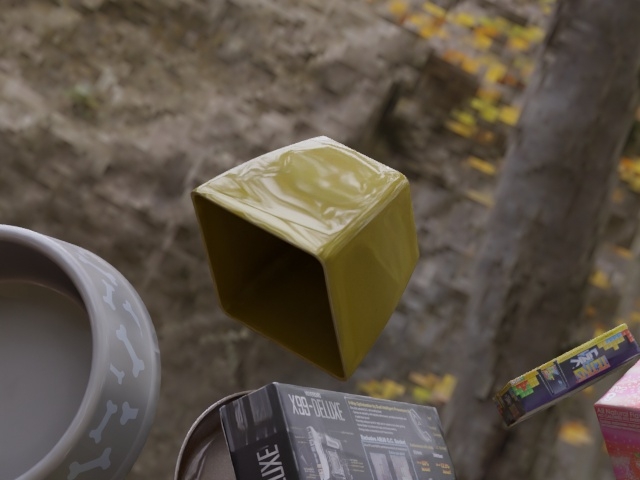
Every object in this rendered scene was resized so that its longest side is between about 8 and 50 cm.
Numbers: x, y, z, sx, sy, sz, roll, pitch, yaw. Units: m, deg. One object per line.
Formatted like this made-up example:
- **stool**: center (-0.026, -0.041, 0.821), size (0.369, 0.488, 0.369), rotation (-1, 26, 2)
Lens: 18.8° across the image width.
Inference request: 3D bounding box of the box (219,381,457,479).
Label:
- **box**: center (0.043, 0.278, 1.934), size (0.076, 0.242, 0.307), rotation (-27, -23, 28)

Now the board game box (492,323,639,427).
- **board game box**: center (0.313, 0.174, 2.465), size (0.048, 0.170, 0.141), rotation (63, -9, 9)

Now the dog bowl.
- **dog bowl**: center (-0.344, 0.141, 1.983), size (0.348, 0.349, 0.102), rotation (16, -16, 22)

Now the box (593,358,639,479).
- **box**: center (0.437, 0.193, 1.866), size (0.300, 0.154, 0.142), rotation (5, -56, 46)

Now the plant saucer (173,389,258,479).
- **plant saucer**: center (-0.038, 0.310, 2.039), size (0.310, 0.310, 0.050), rotation (36, -45, -19)

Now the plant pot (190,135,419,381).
- **plant pot**: center (0.000, 0.000, 2.299), size (0.212, 0.187, 0.212), rotation (27, -34, 33)
